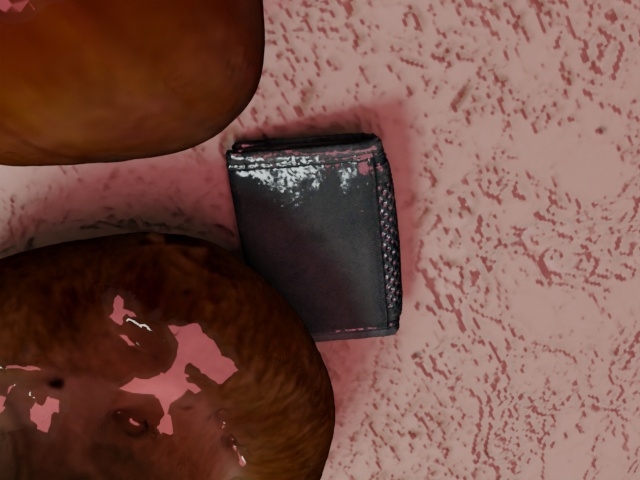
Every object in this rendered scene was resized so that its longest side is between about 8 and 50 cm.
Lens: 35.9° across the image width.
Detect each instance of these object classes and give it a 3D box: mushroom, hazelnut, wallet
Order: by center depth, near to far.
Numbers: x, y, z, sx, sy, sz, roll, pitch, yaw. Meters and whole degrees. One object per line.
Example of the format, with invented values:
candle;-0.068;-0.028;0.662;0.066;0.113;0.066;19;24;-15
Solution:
hazelnut;-0.122;-0.121;0.398;0.210;0.210;0.186;-8;96;-4
mushroom;-0.126;0.144;0.525;0.267;0.254;0.267;5;144;4
wallet;0.000;0.000;0.554;0.088;0.026;0.129;-4;122;6
